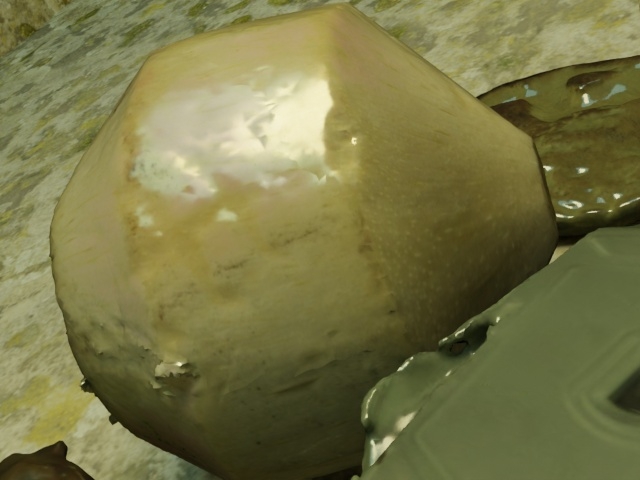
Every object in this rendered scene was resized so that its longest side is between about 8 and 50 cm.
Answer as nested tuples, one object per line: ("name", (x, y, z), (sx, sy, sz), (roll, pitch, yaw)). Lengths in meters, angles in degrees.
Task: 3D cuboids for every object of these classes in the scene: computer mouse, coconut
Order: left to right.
("coconut", (0.000, 0.000, 0.681), (0.352, 0.353, 0.353), (-20, 31, 13))
("computer mouse", (0.186, 0.120, 0.515), (0.429, 0.146, 0.228), (-32, 37, -29))

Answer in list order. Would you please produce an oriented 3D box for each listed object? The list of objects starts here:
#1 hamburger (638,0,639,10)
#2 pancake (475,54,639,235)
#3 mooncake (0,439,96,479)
("hamburger", (0.377, -0.194, 0.750), (0.151, 0.227, 0.295), (-29, 11, 41))
("pancake", (0.249, -0.100, 0.887), (0.294, 0.049, 0.294), (-17, 33, 11))
("mooncake", (-0.134, 0.220, 0.530), (0.124, 0.228, 0.228), (-37, 31, -27))
